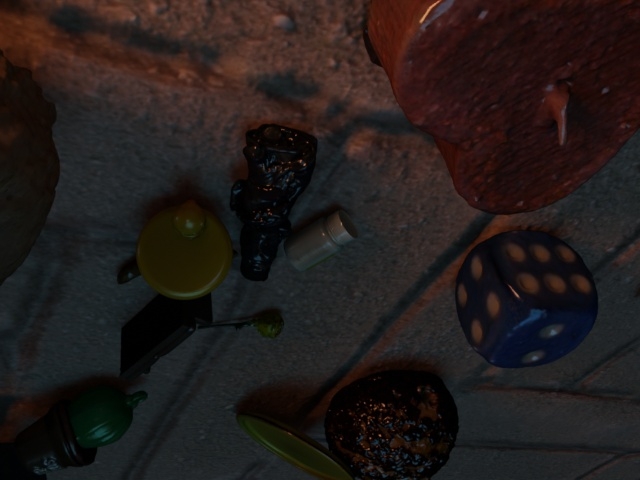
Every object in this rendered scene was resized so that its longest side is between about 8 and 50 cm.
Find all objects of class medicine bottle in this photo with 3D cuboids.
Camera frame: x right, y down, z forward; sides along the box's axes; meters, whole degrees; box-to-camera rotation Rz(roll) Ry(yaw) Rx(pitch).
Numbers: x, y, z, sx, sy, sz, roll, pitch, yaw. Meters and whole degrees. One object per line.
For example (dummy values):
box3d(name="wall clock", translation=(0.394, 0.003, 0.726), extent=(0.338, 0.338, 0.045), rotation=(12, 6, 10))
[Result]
box3d(name="medicine bottle", translation=(0.000, 0.000, 0.818), extent=(0.083, 0.047, 0.047), rotation=(-30, 139, 21))

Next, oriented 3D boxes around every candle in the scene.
box3d(name="candle", translation=(0.214, -0.159, 0.622), extent=(0.287, 0.131, 0.317), rotation=(-27, 141, 14))

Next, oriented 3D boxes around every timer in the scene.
box3d(name="timer", translation=(-0.147, 0.011, 0.740), extent=(0.107, 0.107, 0.109), rotation=(-5, 178, -9))

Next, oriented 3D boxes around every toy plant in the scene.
box3d(name="toy plant", translation=(-0.351, 0.284, 1.032), extent=(0.200, 0.105, 0.143), rotation=(-22, 153, -8))

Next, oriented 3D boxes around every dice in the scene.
box3d(name="dice", translation=(0.272, 0.081, 0.916), extent=(0.143, 0.146, 0.146), rotation=(-1, 140, -17))

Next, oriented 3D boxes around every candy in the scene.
box3d(name="candy", translation=(-0.112, 0.121, 0.955), extent=(0.123, 0.035, 0.035), rotation=(-2, 138, -1))

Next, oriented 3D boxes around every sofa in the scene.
box3d(name="sofa", translation=(-0.198, 0.121, 0.883), extent=(0.060, 0.085, 0.147), rotation=(28, 126, -36))

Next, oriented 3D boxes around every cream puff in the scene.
box3d(name="cream puff", translation=(0.126, 0.331, 1.169), extent=(0.239, 0.164, 0.239), rotation=(-6, 140, -5))

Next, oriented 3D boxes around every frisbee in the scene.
box3d(name="frisbee", translation=(-0.042, 0.360, 1.169), extent=(0.236, 0.017, 0.236), rotation=(24, 152, 14))

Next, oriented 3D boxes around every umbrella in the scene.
box3d(name="umbrella", translation=(-0.063, -0.026, 0.752), extent=(0.080, 0.071, 0.224), rotation=(10, 140, -8))

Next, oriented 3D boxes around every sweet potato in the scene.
box3d(name="sweet potato", translation=(-0.175, 0.029, 0.813), extent=(0.153, 0.038, 0.041), rotation=(-11, 137, 1))

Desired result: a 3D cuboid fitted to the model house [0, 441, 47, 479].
box3d(name="model house", translation=(-0.567, 0.397, 0.968), extent=(0.343, 0.334, 0.382), rotation=(-15, 138, -14))

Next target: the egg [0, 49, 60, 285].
box3d(name="egg", translation=(-0.353, -0.050, 0.493), extent=(0.310, 0.279, 0.279), rotation=(-3, 141, -14))
